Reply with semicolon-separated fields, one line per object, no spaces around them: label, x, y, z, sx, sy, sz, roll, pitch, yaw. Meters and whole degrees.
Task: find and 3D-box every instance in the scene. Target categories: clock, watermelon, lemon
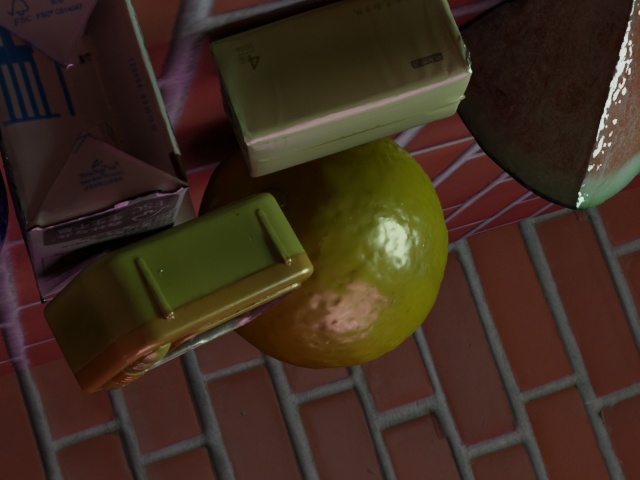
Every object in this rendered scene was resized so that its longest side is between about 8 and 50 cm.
clock;-0.119;0.045;1.053;0.202;0.096;0.143;-25;171;-38
watermelon;0.322;-0.180;1.365;0.283;0.250;0.292;-21;176;-19
lemon;0.000;0.000;1.570;0.348;0.348;0.348;-18;172;-3

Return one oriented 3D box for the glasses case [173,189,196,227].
glasses case;-0.260;-0.015;1.561;0.070;0.131;0.313;-12;169;-34

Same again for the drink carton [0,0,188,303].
drink carton;-0.206;-0.078;1.041;0.132;0.194;0.324;-15;172;-14

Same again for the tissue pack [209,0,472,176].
tissue pack;0.020;-0.161;1.227;0.234;0.125;0.159;-18;172;-5

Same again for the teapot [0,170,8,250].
teapot;-0.365;0.011;0.959;0.252;0.280;0.424;-12;173;-28
